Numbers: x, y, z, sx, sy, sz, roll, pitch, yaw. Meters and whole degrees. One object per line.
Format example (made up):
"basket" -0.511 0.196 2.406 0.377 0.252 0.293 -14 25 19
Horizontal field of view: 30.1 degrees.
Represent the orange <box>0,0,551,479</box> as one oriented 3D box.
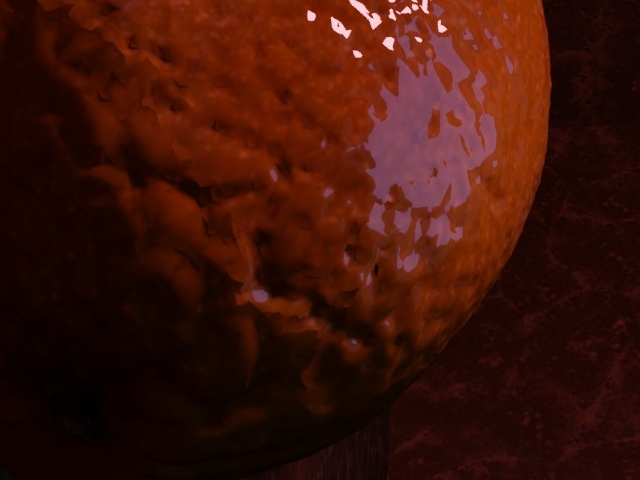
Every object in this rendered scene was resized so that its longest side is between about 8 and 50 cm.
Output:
"orange" -0.056 -0.053 0.565 0.322 0.322 0.357 79 21 -48
